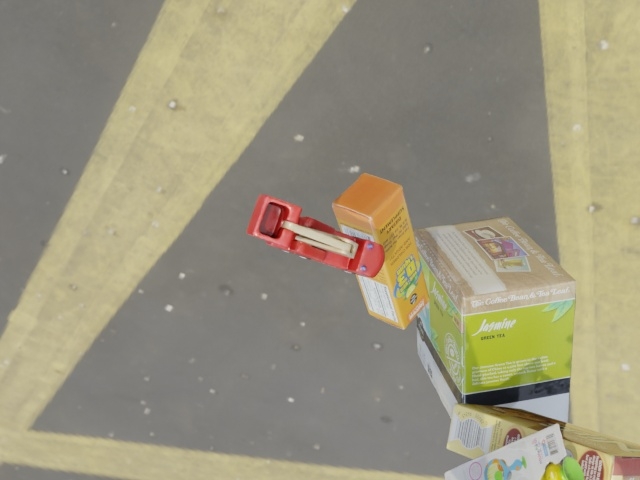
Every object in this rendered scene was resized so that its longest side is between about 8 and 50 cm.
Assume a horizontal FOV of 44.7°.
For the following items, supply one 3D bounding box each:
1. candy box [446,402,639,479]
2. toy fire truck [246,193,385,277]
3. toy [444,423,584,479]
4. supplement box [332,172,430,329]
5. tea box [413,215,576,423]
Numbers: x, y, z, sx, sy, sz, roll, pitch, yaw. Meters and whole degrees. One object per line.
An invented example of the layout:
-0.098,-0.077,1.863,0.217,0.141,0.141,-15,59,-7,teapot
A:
0.382,0.344,1.258,0.183,0.087,0.316,12,178,-35,candy box
0.000,0.000,0.897,0.192,0.047,0.135,19,176,-19,toy fire truck
0.286,0.372,1.128,0.056,0.137,0.237,13,142,-29,toy
0.092,0.020,1.125,0.080,0.078,0.233,23,147,37,supplement box
0.334,0.164,1.556,0.220,0.329,0.323,-7,113,-7,tea box
